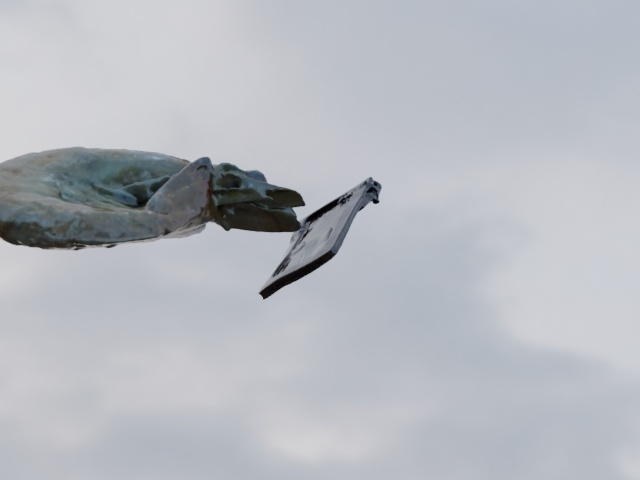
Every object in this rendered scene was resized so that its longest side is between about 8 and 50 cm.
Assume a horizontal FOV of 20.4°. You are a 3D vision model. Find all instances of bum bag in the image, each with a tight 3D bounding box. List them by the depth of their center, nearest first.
[{"bbox_3d":[0.000,0.000,1.770,0.109,0.159,0.026,-31,-74,32],"label":"bum bag"}]

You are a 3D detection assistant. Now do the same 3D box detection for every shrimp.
[{"bbox_3d":[-0.161,-0.029,1.614,0.317,0.168,0.077,1,-62,-14],"label":"shrimp"}]
